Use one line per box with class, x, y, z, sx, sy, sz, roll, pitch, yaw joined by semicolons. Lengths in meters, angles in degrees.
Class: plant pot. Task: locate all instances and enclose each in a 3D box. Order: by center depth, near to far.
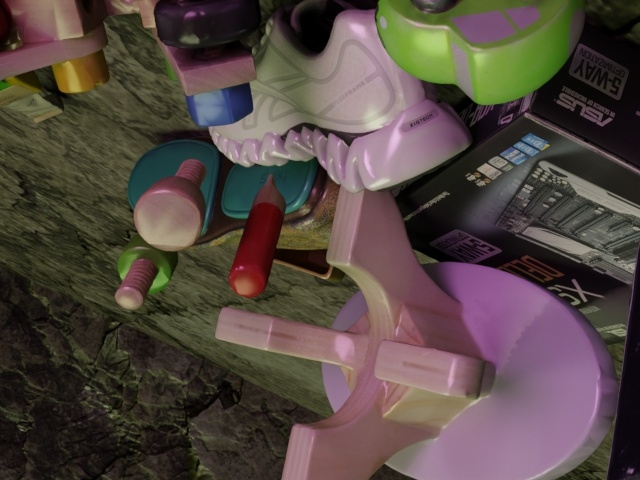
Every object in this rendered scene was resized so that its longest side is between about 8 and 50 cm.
plant pot;0.000;0.000;1.080;0.081;0.081;0.083;17;174;23

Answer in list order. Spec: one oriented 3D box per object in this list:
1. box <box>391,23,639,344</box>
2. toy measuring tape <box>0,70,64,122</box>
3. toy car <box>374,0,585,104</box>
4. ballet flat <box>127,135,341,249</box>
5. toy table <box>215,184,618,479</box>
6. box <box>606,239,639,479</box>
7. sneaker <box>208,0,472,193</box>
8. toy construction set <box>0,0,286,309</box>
box;0.196;-0.020;0.732;0.242;0.076;0.307;27;163;-9
toy measuring tape;-0.316;-0.182;0.955;0.121;0.121;0.330;25;-179;-1
toy car;0.138;-0.098;0.459;0.225;0.053;0.239;-8;155;10
ballet flat;-0.067;-0.040;0.998;0.123;0.123;0.348;36;160;-34
toy table;0.059;0.089;0.756;0.161;0.252;0.274;16;161;-42
box;0.348;0.061;0.465;0.294;0.183;0.296;28;145;-11
sneaker;-0.008;-0.115;0.719;0.292;0.110;0.118;15;131;58
toy construction set;-0.126;-0.127;0.652;0.257;0.237;0.309;-29;110;18
